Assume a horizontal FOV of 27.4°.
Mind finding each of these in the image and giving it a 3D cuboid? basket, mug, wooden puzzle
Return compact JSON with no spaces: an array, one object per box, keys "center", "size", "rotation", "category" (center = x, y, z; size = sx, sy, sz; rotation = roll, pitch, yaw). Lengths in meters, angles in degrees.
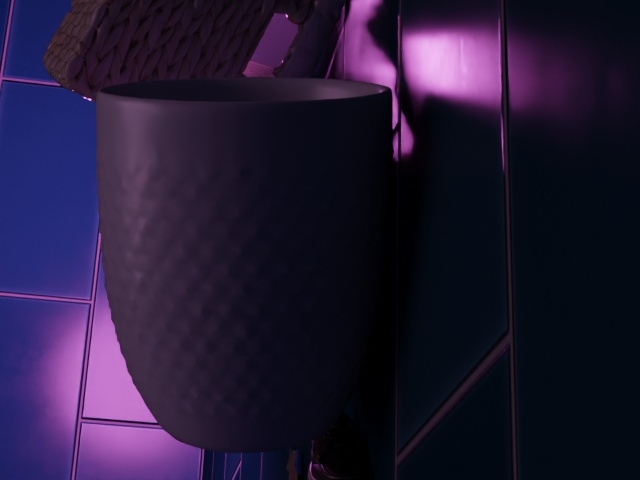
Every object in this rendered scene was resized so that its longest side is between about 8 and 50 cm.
[{"center":[-0.160,-0.287,1.672],"size":[0.328,0.266,0.331],"rotation":[-62,19,3],"category":"basket"},{"center":[-0.051,0.010,1.291],"size":[0.374,0.276,0.328],"rotation":[-25,-63,-64],"category":"mug"},{"center":[-0.033,0.315,1.692],"size":[0.116,0.014,0.079],"rotation":[112,157,-64],"category":"wooden puzzle"}]

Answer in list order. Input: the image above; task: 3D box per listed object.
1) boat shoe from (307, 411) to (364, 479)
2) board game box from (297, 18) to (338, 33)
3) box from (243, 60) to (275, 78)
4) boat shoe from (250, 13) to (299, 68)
[{"center":[0.014,0.206,1.290],"size":[0.152,0.056,0.049],"rotation":[-123,34,-77],"category":"boat shoe"},{"center":[0.001,-0.366,1.884],"size":[0.281,0.027,0.145],"rotation":[173,101,-82],"category":"board game box"},{"center":[-0.101,-0.120,1.880],"size":[0.094,0.113,0.275],"rotation":[115,170,-56],"category":"box"},{"center":[-0.087,-0.228,2.107],"size":[0.156,0.135,0.367],"rotation":[71,-160,-83],"category":"boat shoe"}]
